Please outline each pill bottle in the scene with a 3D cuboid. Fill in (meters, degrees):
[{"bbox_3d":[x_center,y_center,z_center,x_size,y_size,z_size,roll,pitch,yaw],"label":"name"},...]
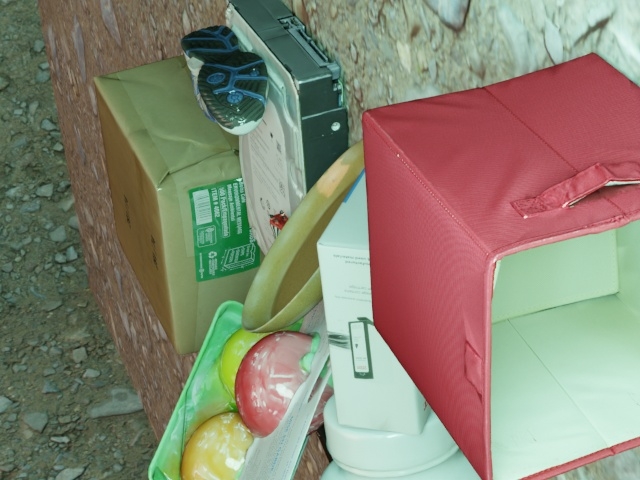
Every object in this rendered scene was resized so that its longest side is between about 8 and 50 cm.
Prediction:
[{"bbox_3d":[0.092,0.299,1.436,0.176,0.176,0.319,-141,39,-64],"label":"pill bottle"}]

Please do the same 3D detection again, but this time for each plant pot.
[{"bbox_3d":[0.000,0.000,1.468,0.032,0.236,0.236,35,170,-13],"label":"plant pot"}]

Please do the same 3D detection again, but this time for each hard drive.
[{"bbox_3d":[-0.035,-0.094,1.689,0.237,0.064,0.339,-126,26,-49],"label":"hard drive"}]

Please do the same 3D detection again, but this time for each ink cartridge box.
[{"bbox_3d":[0.066,0.053,1.326,0.148,0.085,0.203,-60,-31,-51],"label":"ink cartridge box"}]

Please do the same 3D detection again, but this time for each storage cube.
[{"bbox_3d":[0.147,0.016,0.954,0.193,0.183,0.215,-125,24,-50],"label":"storage cube"}]

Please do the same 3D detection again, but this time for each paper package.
[{"bbox_3d":[-0.184,-0.053,2.047,0.309,0.168,0.325,-124,24,-44],"label":"paper package"}]

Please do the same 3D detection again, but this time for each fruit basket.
[{"bbox_3d":[-0.048,0.184,1.558,0.353,0.165,0.327,-27,36,58],"label":"fruit basket"}]

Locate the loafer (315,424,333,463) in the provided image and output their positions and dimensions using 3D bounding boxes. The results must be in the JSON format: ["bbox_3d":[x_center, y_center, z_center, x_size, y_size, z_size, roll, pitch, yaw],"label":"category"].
[{"bbox_3d":[0.013,0.204,1.782,0.078,0.080,0.220,-168,63,-72],"label":"loafer"}]

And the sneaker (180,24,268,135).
[{"bbox_3d":[-0.097,-0.164,1.597,0.211,0.080,0.081,-114,9,-57],"label":"sneaker"}]

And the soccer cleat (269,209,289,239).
[{"bbox_3d":[-0.036,-0.001,1.623,0.083,0.029,0.036,-122,13,-52],"label":"soccer cleat"}]
